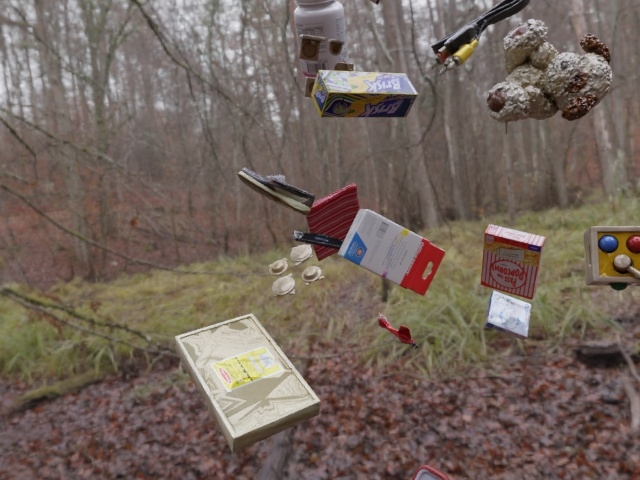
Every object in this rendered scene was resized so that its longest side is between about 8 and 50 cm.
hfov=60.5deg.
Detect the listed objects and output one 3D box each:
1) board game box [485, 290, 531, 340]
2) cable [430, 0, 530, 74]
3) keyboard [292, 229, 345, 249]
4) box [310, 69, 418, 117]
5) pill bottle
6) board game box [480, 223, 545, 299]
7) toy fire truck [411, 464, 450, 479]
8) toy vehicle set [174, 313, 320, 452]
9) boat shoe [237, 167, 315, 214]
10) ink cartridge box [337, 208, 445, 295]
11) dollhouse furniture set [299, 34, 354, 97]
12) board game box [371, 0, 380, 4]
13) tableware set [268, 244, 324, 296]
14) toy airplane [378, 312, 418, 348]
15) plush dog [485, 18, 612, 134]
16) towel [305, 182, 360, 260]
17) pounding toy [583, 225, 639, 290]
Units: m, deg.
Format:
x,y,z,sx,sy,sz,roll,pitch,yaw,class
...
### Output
x,y,z,sx,sy,sz,roll,pitch,yaw,class
0.418,0.166,1.223,0.090,0.020,0.090,20,53,6,board game box
0.401,-0.529,1.406,0.287,0.072,0.139,-35,27,-3,cable
0.000,0.000,1.758,0.180,0.023,0.108,12,17,-10,keyboard
0.075,-0.246,0.927,0.169,0.059,0.054,-6,-34,-24,box
0.001,-0.675,1.770,0.161,0.282,0.160,-6,34,4,pill bottle
0.516,0.059,1.485,0.147,0.193,0.045,16,45,29,board game box
0.239,0.643,1.090,0.254,0.302,0.169,26,-8,30,toy fire truck
-0.139,0.243,0.999,0.166,0.035,0.267,-13,36,-30,toy vehicle set
-0.082,-0.100,1.037,0.152,0.049,0.056,29,-9,-9,boat shoe
0.177,0.030,1.374,0.231,0.134,0.078,27,-2,-10,ink cartridge box
0.014,-0.433,1.394,0.144,0.151,0.123,5,19,-8,dollhouse furniture set
0.120,-0.712,1.412,0.170,0.141,0.048,35,-10,4,board game box
-0.074,0.082,1.500,0.141,0.020,0.168,-24,42,1,tableware set
0.217,0.261,1.573,0.028,0.151,0.151,-47,17,-15,toy airplane
0.527,-0.346,1.232,0.226,0.262,0.211,8,-20,40,plush dog
0.055,-0.058,1.887,0.199,0.274,0.031,-26,48,-11,towel
0.597,0.044,1.072,0.130,0.141,0.100,0,-11,14,pounding toy
